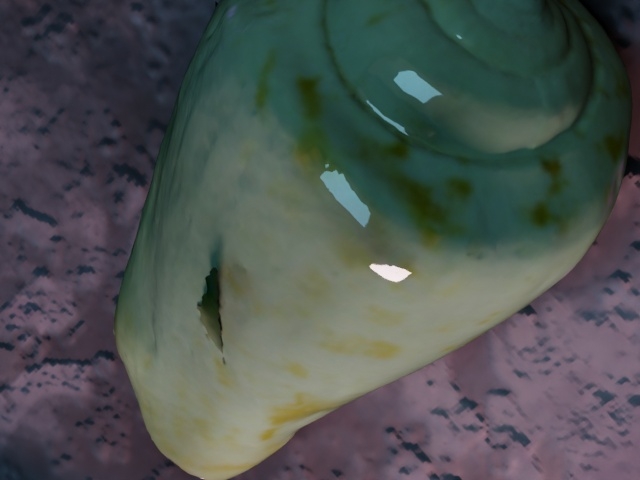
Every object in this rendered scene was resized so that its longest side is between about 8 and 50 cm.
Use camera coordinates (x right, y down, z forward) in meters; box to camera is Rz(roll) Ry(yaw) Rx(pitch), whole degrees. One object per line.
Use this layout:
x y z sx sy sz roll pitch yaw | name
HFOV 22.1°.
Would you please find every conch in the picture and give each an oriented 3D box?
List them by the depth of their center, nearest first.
-0.001 -0.019 0.591 0.143 0.137 0.250 40 144 -15 | conch
